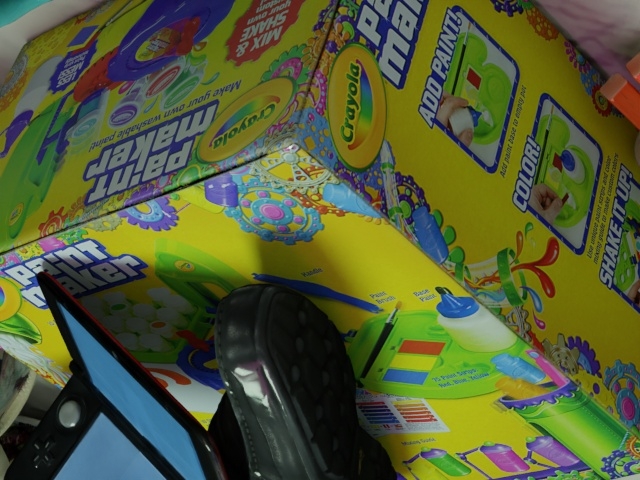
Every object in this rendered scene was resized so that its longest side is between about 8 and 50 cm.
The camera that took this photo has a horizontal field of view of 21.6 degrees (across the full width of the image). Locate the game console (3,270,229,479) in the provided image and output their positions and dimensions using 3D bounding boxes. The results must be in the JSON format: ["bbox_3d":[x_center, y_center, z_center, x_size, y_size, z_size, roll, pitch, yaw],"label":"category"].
[{"bbox_3d":[-0.105,0.108,0.801,0.144,0.124,0.085,40,-172,35],"label":"game console"}]

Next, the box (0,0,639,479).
[{"bbox_3d":[0.000,0.000,0.882,0.290,0.177,0.279,-17,135,42],"label":"box"}]

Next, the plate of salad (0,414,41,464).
[{"bbox_3d":[-0.241,0.202,1.420,0.199,0.048,0.200,13,147,8],"label":"plate of salad"}]

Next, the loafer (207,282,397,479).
[{"bbox_3d":[-0.020,0.094,0.796,0.078,0.076,0.223,0,147,14],"label":"loafer"}]

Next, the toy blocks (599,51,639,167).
[{"bbox_3d":[0.189,-0.074,0.797,0.123,0.054,0.148,-18,134,42],"label":"toy blocks"}]

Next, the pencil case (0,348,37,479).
[{"bbox_3d":[-0.366,0.025,1.017,0.410,0.160,0.183,24,130,22],"label":"pencil case"}]

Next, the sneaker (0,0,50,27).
[{"bbox_3d":[-0.071,-0.155,0.744,0.275,0.110,0.107,-14,136,38],"label":"sneaker"}]
